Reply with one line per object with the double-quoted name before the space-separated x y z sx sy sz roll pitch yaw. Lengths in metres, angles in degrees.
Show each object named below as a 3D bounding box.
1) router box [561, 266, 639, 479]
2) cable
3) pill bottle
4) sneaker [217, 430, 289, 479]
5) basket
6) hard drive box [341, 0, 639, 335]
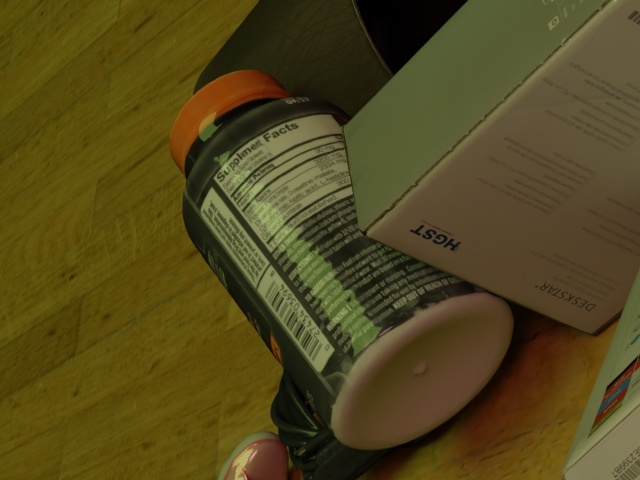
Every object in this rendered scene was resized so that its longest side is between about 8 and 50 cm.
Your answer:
"router box" 0.259 -0.047 0.678 0.335 0.082 0.301 -48 0 28
"cable" 0.040 0.079 1.123 0.184 0.047 0.151 -46 29 25
"pill bottle" 0.000 0.000 1.038 0.130 0.130 0.246 -53 53 21
"sneaker" -0.049 0.203 1.165 0.134 0.051 0.070 -64 33 11
"basket" 0.020 -0.120 1.175 0.227 0.154 0.204 -33 68 50
"hard drive box" 0.154 -0.070 0.907 0.232 0.181 0.089 -44 38 32
